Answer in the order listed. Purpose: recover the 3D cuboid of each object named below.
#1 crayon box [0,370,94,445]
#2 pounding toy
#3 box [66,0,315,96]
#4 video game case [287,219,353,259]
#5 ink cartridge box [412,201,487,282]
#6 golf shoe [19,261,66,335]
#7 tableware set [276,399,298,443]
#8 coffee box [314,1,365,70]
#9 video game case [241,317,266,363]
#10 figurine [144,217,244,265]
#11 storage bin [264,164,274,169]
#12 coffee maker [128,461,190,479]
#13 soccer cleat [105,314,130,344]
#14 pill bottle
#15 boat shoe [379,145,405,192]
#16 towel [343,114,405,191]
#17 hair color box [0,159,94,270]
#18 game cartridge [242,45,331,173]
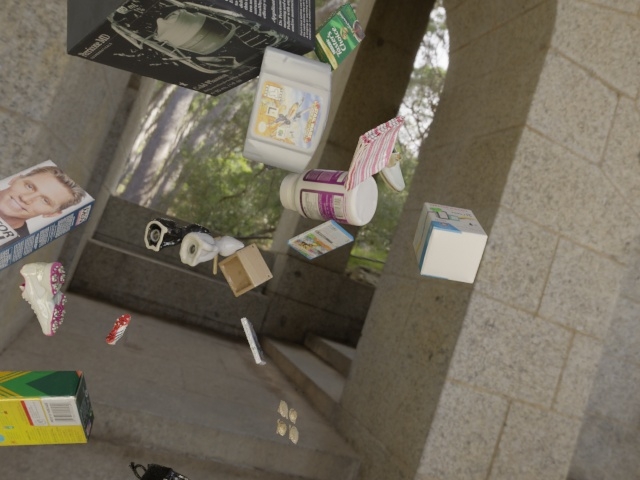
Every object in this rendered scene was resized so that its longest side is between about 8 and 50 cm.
[{"bbox_3d":[-0.727,0.402,1.161,0.318,0.202,0.081,3,39,-11],"label":"crayon box"},{"bbox_3d":[-0.278,0.070,1.618,0.094,0.206,0.181,-28,-1,-44],"label":"pounding toy"},{"bbox_3d":[-0.341,-0.632,1.289,0.479,0.298,0.471,-5,-7,44],"label":"box"},{"bbox_3d":[0.000,0.000,1.482,0.166,0.015,0.119,-25,-40,27],"label":"video game case"},{"bbox_3d":[0.481,0.002,1.852,0.198,0.197,0.270,10,24,0],"label":"ink cartridge box"},{"bbox_3d":[-1.022,0.211,1.795,0.140,0.306,0.115,9,21,-7],"label":"golf shoe"},{"bbox_3d":[-0.134,0.750,2.016,0.020,0.141,0.169,-19,-45,22],"label":"tableware set"},{"bbox_3d":[0.050,-0.586,1.408,0.040,0.184,0.113,6,-40,47],"label":"coffee box"},{"bbox_3d":[-0.210,0.321,1.541,0.019,0.143,0.157,-21,-15,-7],"label":"video game case"},{"bbox_3d":[-0.354,-0.002,1.411,0.214,0.092,0.209,19,12,23],"label":"figurine"},{"bbox_3d":[-0.165,-0.320,1.754,0.098,0.091,0.135,43,-27,52],"label":"storage bin"},{"bbox_3d":[-0.394,0.597,1.064,0.171,0.120,0.178,-8,20,27],"label":"coffee maker"},{"bbox_3d":[-0.510,0.226,1.236,0.029,0.083,0.036,22,-25,13],"label":"soccer cleat"},{"bbox_3d":[0.021,-0.147,1.601,0.301,0.169,0.169,10,-9,33],"label":"pill bottle"},{"bbox_3d":[0.313,-0.365,2.206,0.103,0.302,0.113,-28,-3,35],"label":"boat shoe"},{"bbox_3d":[0.132,-0.204,1.145,0.029,0.144,0.197,35,44,19],"label":"towel"},{"bbox_3d":[-0.774,-0.055,1.226,0.174,0.347,0.105,42,-49,0],"label":"hair color box"},{"bbox_3d":[-0.081,-0.333,1.285,0.198,0.297,0.062,17,24,0],"label":"game cartridge"}]
